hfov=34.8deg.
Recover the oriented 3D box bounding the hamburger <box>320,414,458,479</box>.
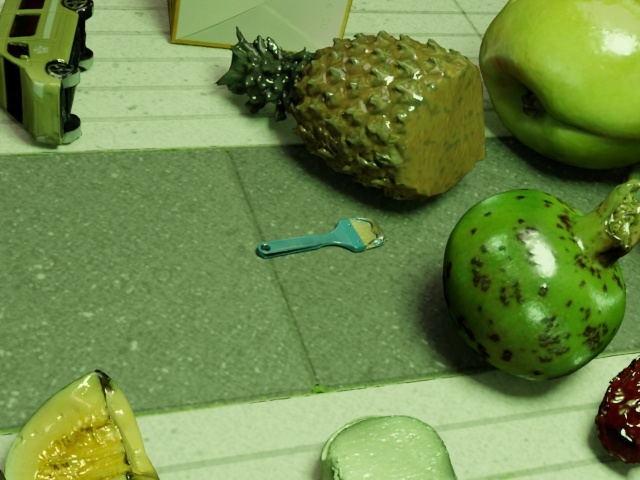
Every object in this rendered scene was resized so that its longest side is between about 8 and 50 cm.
[{"bbox_3d":[0.065,0.222,0.962,0.133,0.062,0.140,9,44,-6],"label":"hamburger"}]

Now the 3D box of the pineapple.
[{"bbox_3d":[0.028,-0.188,1.321,0.362,0.202,0.202,24,40,30],"label":"pineapple"}]

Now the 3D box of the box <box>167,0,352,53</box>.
[{"bbox_3d":[-0.082,-0.446,1.477,0.260,0.283,0.214,4,42,-14],"label":"box"}]

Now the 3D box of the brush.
[{"bbox_3d":[0.000,0.000,1.220,0.164,0.014,0.051,-11,47,-25],"label":"brush"}]

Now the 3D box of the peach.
[{"bbox_3d":[0.388,-0.241,1.399,0.314,0.281,0.316,43,58,18],"label":"peach"}]

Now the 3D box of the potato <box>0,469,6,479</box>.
[{"bbox_3d":[-0.316,0.280,0.643,0.296,0.290,0.397,-24,46,-26],"label":"potato"}]

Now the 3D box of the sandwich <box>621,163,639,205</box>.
[{"bbox_3d":[0.455,-0.059,1.406,0.093,0.035,0.105,25,43,9],"label":"sandwich"}]

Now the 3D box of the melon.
[{"bbox_3d":[-0.208,0.205,0.895,0.128,0.079,0.160,-18,50,-9],"label":"melon"}]

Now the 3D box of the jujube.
[{"bbox_3d":[0.353,0.167,1.083,0.166,0.104,0.104,-20,53,-32],"label":"jujube"}]

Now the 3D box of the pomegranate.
[{"bbox_3d":[0.246,0.032,1.093,0.211,0.263,0.211,29,41,-29],"label":"pomegranate"}]

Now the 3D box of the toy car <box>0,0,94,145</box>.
[{"bbox_3d":[-0.356,-0.228,1.294,0.124,0.101,0.256,3,41,-7],"label":"toy car"}]
